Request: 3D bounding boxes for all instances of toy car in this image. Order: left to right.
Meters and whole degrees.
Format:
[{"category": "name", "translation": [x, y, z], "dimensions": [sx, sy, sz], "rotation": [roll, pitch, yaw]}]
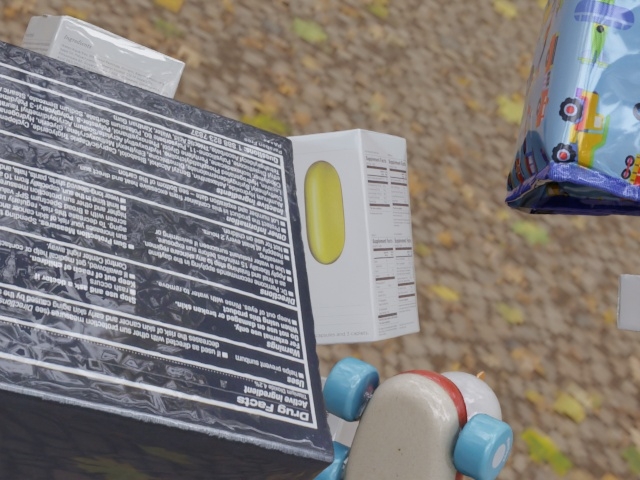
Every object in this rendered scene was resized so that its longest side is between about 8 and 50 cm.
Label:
[{"category": "toy car", "translation": [0.143, 0.241, 1.702], "dimensions": [0.219, 0.210, 0.238], "rotation": [20, 18, 29]}]

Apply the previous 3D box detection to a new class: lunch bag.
[{"category": "lunch bag", "translation": [0.210, -0.133, 1.092], "dimensions": [0.138, 0.221, 0.293], "rotation": [13, -2, -10]}]

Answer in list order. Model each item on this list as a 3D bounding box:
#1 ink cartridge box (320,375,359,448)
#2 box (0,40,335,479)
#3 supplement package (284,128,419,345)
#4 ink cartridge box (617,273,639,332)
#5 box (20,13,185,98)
[{"category": "ink cartridge box", "translation": [-0.146, 0.289, 2.096], "dimensions": [0.394, 0.285, 0.166], "rotation": [13, 63, 14]}, {"category": "box", "translation": [-0.171, 0.046, 1.011], "dimensions": [0.296, 0.183, 0.294], "rotation": [17, 45, -28]}, {"category": "supplement package", "translation": [0.000, 0.000, 1.846], "dimensions": [0.198, 0.199, 0.263], "rotation": [-1, 87, -70]}, {"category": "ink cartridge box", "translation": [0.408, 0.072, 1.525], "dimensions": [0.150, 0.063, 0.109], "rotation": [3, 1, -33]}, {"category": "box", "translation": [-0.306, -0.217, 1.910], "dimensions": [0.181, 0.119, 0.181], "rotation": [20, -1, -26]}]
